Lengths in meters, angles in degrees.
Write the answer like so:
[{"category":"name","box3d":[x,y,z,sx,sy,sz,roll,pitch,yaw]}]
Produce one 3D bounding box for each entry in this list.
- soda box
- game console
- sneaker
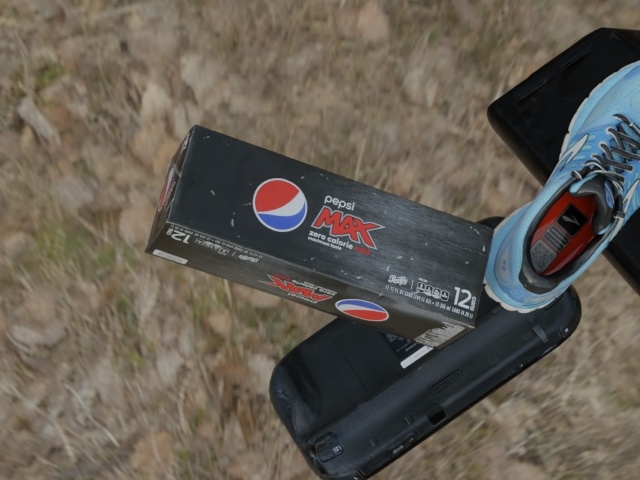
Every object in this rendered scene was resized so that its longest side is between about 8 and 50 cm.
[{"category":"soda box","box3d":[0.000,0.000,0.903,0.169,0.053,0.060,19,67,-12]},{"category":"game console","box3d":[0.123,0.012,1.117,0.361,0.044,0.213,-35,49,0]},{"category":"sneaker","box3d":[0.152,-0.028,0.938,0.063,0.073,0.162,35,85,-6]}]
